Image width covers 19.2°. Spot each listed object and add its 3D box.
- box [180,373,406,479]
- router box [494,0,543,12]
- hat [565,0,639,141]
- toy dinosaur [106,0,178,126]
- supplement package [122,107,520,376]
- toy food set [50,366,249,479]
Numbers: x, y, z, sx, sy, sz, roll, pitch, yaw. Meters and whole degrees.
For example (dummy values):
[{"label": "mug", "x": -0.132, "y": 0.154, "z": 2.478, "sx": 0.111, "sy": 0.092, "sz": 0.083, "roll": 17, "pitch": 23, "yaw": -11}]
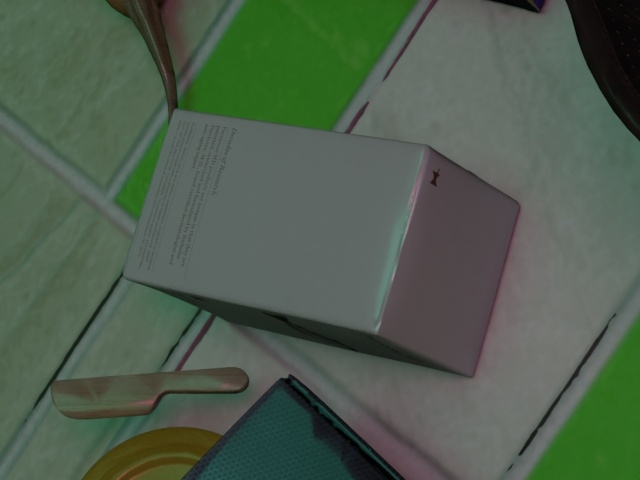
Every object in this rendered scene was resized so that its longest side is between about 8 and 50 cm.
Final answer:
[{"label": "box", "x": -0.029, "y": 0.213, "z": 0.963, "sx": 0.233, "sy": 0.059, "sz": 0.183, "roll": -45, "pitch": 67, "yaw": -4}, {"label": "router box", "x": 0.039, "y": -0.290, "z": 1.136, "sx": 0.309, "sy": 0.081, "sz": 0.243, "roll": 20, "pitch": 85, "yaw": 38}, {"label": "hat", "x": 0.238, "y": -0.068, "z": 0.851, "sx": 0.134, "sy": 0.331, "sz": 0.331, "roll": 125, "pitch": 141, "yaw": -58}, {"label": "toy dinosaur", "x": -0.118, "y": -0.160, "z": 1.210, "sx": 0.064, "sy": 0.112, "sz": 0.211, "roll": -22, "pitch": 54, "yaw": -7}, {"label": "supplement package", "x": 0.000, "y": 0.000, "z": 1.044, "sx": 0.179, "sy": 0.105, "sz": 0.105, "roll": 10, "pitch": 79, "yaw": 37}, {"label": "toy food set", "x": -0.075, "y": 0.180, "z": 1.063, "sx": 0.128, "sy": 0.071, "sz": 0.218, "roll": -12, "pitch": 67, "yaw": 5}]
